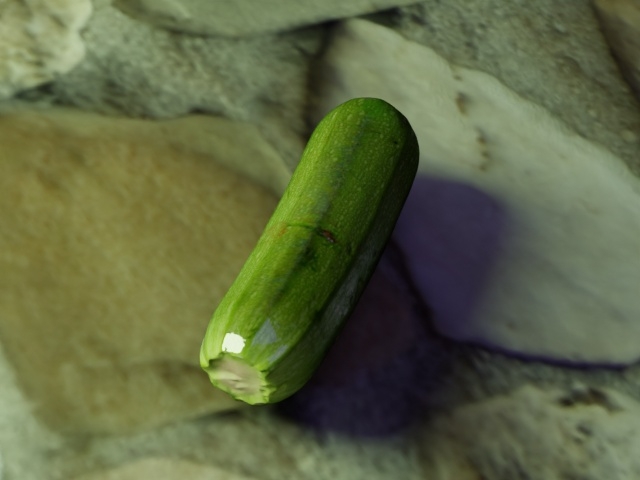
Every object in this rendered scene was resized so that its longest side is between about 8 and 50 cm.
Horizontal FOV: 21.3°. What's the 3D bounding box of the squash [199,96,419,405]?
[{"bbox_3d":[0.000,0.000,0.893,0.066,0.066,0.229,27,43,2],"label":"squash"}]
